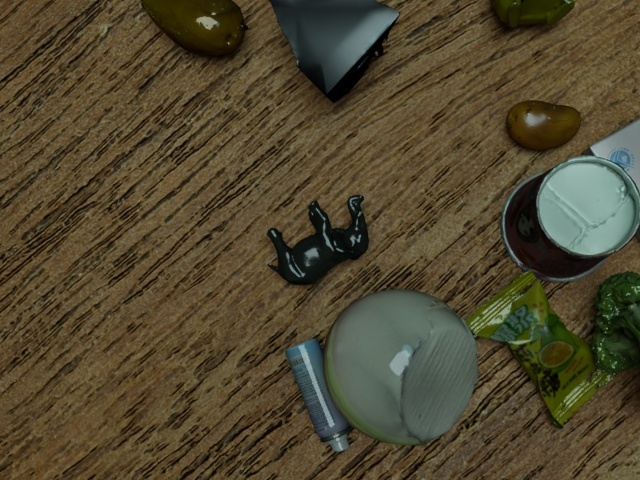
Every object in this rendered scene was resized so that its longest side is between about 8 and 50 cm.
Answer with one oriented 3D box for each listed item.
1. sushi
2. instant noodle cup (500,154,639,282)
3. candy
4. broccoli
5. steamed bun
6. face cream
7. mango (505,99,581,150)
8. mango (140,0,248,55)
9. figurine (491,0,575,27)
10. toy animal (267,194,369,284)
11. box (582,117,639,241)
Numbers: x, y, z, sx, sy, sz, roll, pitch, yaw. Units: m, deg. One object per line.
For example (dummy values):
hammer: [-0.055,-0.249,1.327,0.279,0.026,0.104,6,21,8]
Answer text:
sushi: [0.023,-0.436,1.531,0.227,0.212,0.215,45,95,10]
instant noodle cup: [0.491,-0.046,1.437,0.242,0.231,0.243,-1,82,5]
candy: [0.447,0.217,1.482,0.187,0.081,0.297,-41,94,-4]
broccoli: [0.614,0.228,1.390,0.186,0.302,0.254,-18,125,32]
steamed bun: [0.127,0.231,1.415,0.309,0.309,0.309,0,82,4]
face cream: [0.001,0.319,1.497,0.075,0.075,0.229,-21,82,1]
mango: [0.471,-0.242,1.538,0.159,0.084,0.105,1,88,4]
mango: [-0.278,-0.488,1.587,0.248,0.156,0.151,31,121,5]
figurine: [0.437,-0.608,1.550,0.218,0.169,0.327,-3,84,-13]
toy animal: [0.003,-0.001,1.532,0.245,0.114,0.146,-36,74,20]
box: [0.723,-0.092,1.510,0.200,0.065,0.343,-29,82,-1]
